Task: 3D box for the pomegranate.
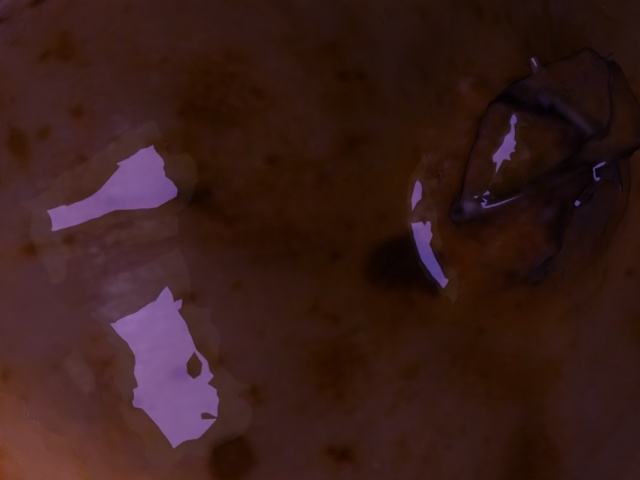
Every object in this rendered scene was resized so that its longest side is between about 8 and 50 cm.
[{"bbox_3d":[0.000,0.000,0.429,0.248,0.248,0.248,4,109,11],"label":"pomegranate"}]
